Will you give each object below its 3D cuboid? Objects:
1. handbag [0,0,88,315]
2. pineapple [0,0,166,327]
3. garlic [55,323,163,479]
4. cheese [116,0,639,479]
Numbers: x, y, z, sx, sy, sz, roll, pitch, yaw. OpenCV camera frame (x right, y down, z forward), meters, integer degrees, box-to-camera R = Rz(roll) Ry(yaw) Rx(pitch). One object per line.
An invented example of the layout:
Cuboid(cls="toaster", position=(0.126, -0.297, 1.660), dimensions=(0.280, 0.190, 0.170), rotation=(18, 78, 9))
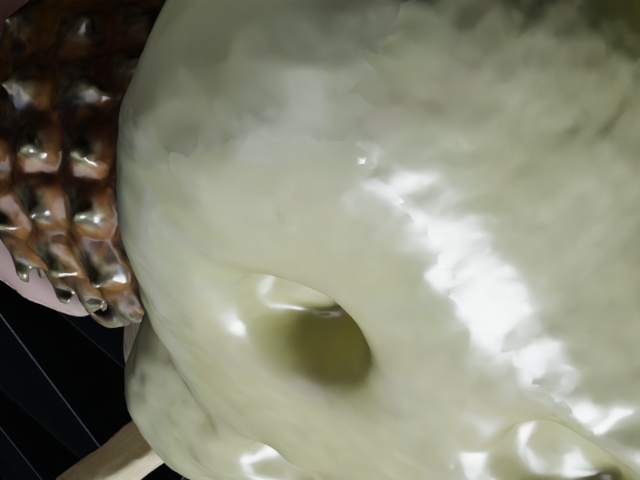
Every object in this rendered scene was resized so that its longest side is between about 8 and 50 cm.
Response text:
Cuboid(cls="handbag", position=(-0.170, -0.064, 1.019), dimensions=(0.179, 0.116, 0.205), rotation=(24, 152, 37))
Cuboid(cls="pineapple", position=(0.000, 0.000, 0.829), dimensions=(0.361, 0.175, 0.175), rotation=(24, 153, 17))
Cuboid(cls="garlic", position=(-0.056, 0.093, 0.980), dimensions=(0.199, 0.226, 0.199), rotation=(34, 151, 23))
Cuboid(cls="cheese", position=(0.094, 0.049, 0.579), dimensions=(0.328, 0.129, 0.351), rotation=(29, 152, 8))
